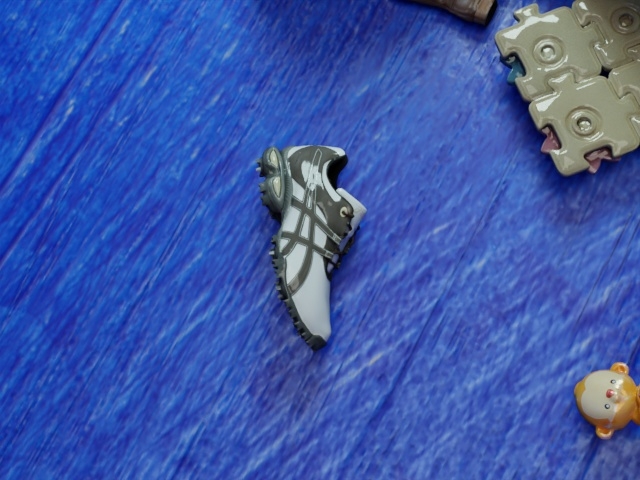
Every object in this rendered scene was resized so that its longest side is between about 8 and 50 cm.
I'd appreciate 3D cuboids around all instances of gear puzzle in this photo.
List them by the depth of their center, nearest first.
[{"bbox_3d":[0.343,-0.185,0.917,0.339,0.044,0.175,-22,72,-1],"label":"gear puzzle"}]

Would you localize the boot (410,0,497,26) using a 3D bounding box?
[{"bbox_3d":[0.132,-0.275,0.971,0.114,0.037,0.106,24,78,17],"label":"boot"}]

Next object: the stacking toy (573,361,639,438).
[{"bbox_3d":[0.356,0.155,0.784,0.302,0.166,0.175,13,74,23],"label":"stacking toy"}]

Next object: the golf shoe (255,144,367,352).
[{"bbox_3d":[0.000,0.000,0.895,0.094,0.077,0.198,-11,76,5],"label":"golf shoe"}]
